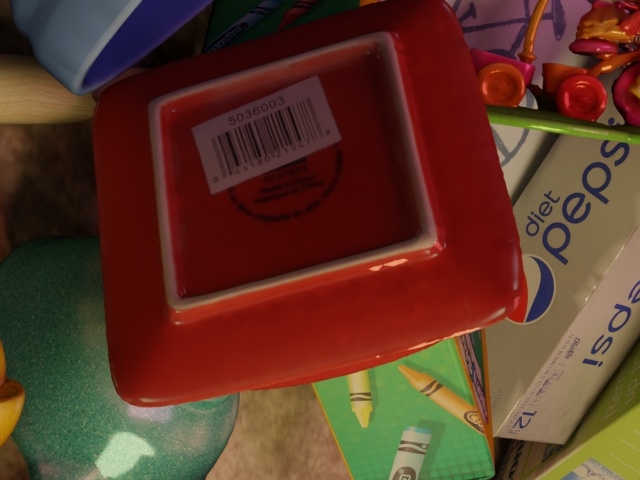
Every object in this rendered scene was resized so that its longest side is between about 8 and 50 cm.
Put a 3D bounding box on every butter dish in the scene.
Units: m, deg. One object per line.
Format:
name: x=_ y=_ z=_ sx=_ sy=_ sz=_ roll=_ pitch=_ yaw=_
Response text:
butter dish: x=0.000 y=0.000 z=0.554 sx=0.118 sy=0.160 sz=0.160 roll=60 pitch=17 yaw=-57

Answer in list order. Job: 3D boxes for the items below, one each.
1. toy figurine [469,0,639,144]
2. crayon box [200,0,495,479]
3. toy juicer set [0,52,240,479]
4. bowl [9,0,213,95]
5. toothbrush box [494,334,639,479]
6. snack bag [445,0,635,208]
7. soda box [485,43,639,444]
toy figurine: x=0.156 y=-0.141 z=0.794 sx=0.130 sy=0.173 sz=0.159 roll=-43 pitch=142 yaw=-82
crayon box: x=0.023 y=-0.016 z=0.722 sx=0.165 sy=0.081 sz=0.278 roll=-86 pitch=160 yaw=-52
toy juicer set: x=-0.110 y=0.045 z=0.553 sx=0.209 sy=0.089 sz=0.329 roll=23 pitch=46 yaw=-49
bowl: x=0.027 y=-0.211 z=0.491 sx=0.077 sy=0.391 sz=0.391 roll=47 pitch=43 yaw=-8
toothbrush box: x=0.262 y=0.109 z=1.004 sx=0.206 sy=0.122 sz=0.283 roll=-61 pitch=-176 yaw=-38
snack bag: x=0.157 y=-0.184 z=0.880 sx=0.342 sy=0.037 sz=0.323 roll=-35 pitch=127 yaw=-16
soda box: x=0.190 y=-0.001 z=0.911 sx=0.098 sy=0.091 sz=0.286 roll=14 pitch=112 yaw=-48
